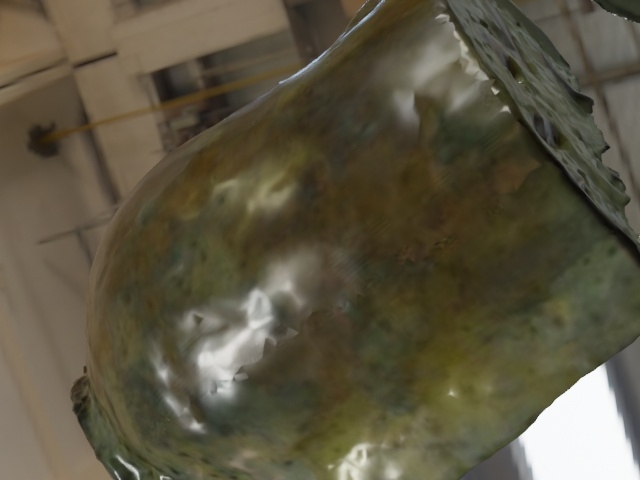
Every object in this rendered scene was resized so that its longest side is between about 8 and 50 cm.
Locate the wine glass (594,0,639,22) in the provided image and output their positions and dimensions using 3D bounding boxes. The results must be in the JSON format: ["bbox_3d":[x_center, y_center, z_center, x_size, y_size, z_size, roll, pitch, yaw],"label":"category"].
[{"bbox_3d":[0.201,-0.181,0.634,0.103,0.231,0.103,12,-113,-30],"label":"wine glass"}]

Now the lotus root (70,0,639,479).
[{"bbox_3d":[-0.009,0.003,0.672,0.149,0.260,0.267,45,-162,-18],"label":"lotus root"}]
